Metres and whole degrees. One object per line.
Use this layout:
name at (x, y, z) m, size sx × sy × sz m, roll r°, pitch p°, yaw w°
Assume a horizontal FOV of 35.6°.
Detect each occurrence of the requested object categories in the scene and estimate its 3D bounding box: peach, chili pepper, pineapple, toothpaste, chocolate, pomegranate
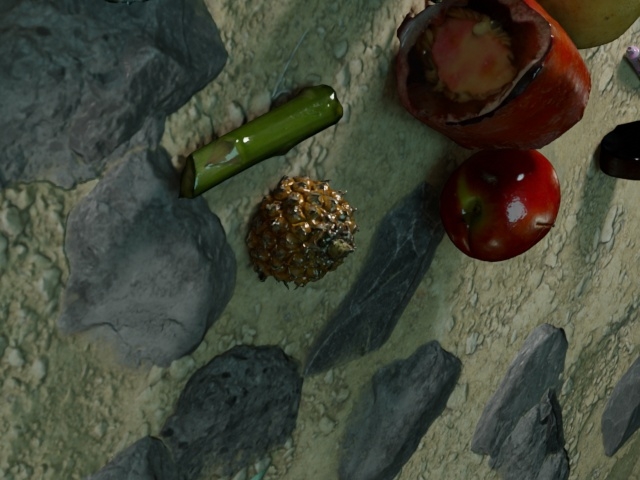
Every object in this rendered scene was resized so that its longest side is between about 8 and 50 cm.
peach at (0.312, -0.065, 1.702) m, size 0.226 × 0.190 × 0.196 m, roll -15°, pitch 93°, yaw -50°
chili pepper at (0.280, -0.235, 1.545) m, size 0.251 × 0.229 × 0.305 m, roll -37°, pitch 148°, yaw 16°
pineapple at (-0.002, -0.002, 1.430) m, size 0.176 × 0.137 × 0.161 m, roll -34°, pitch 131°, yaw -30°
toothpaste at (0.661, -0.360, 2.052) m, size 0.170 × 0.028 × 0.045 m, roll 25°, pitch 96°, yaw -54°
chocolate at (0.653, -0.176, 2.077) m, size 0.149 × 0.125 × 0.080 m, roll -36°, pitch 149°, yaw -35°
pomegranate at (0.426, -0.437, 1.598) m, size 0.260 × 0.260 × 0.260 m, roll -23°, pitch 125°, yaw -38°

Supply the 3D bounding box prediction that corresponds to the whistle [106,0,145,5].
whistle at (-0.216, -0.411, 1.054) m, size 0.062 × 0.062 × 0.312 m, roll -24°, pitch 125°, yaw -38°

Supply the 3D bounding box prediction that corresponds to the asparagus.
asparagus at (-0.082, -0.136, 1.340) m, size 0.278 × 0.060 × 0.067 m, roll -30°, pitch 148°, yaw -34°

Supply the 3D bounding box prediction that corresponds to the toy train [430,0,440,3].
toy train at (0.157, -0.458, 1.375) m, size 0.261 × 0.134 × 0.177 m, roll -53°, pitch 139°, yaw -14°
